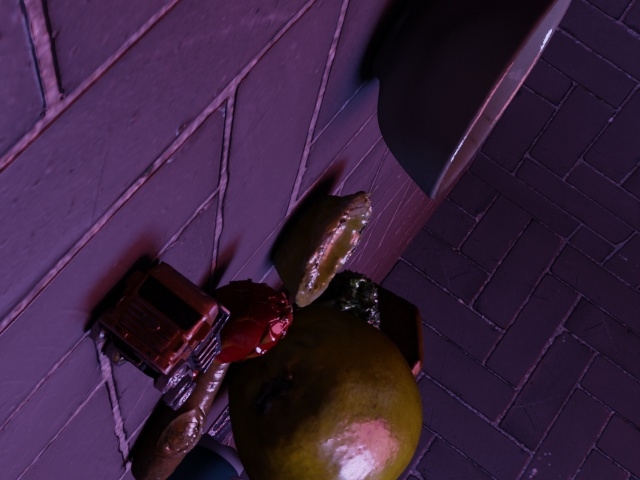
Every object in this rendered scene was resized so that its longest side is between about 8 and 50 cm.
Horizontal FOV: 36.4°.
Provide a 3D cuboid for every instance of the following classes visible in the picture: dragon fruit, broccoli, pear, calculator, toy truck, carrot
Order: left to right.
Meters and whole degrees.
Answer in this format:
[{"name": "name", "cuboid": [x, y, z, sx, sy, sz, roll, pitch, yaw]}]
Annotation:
[{"name": "toy truck", "cuboid": [-0.137, 0.085, 0.865, 0.092, 0.083, 0.192, -52, 173, -15]}, {"name": "carrot", "cuboid": [-0.168, 0.204, 1.291, 0.342, 0.070, 0.070, -59, 171, 27]}, {"name": "dragon fruit", "cuboid": [-0.116, 0.106, 1.113, 0.190, 0.094, 0.094, -31, -175, 29]}, {"name": "calculator", "cuboid": [-0.190, 0.384, 2.085, 0.166, 0.028, 0.274, -48, 169, -18]}, {"name": "pear", "cuboid": [0.009, 0.286, 1.640, 0.352, 0.352, 0.413, -52, 160, -11]}, {"name": "broccoli", "cuboid": [0.027, 0.166, 1.904, 0.226, 0.176, 0.198, 89, -9, -46]}]

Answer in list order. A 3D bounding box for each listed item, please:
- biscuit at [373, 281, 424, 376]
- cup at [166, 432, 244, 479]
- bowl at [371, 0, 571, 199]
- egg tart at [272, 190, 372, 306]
[{"name": "biscuit", "cuboid": [0.055, 0.241, 1.999, 0.359, 0.359, 0.046, -53, 134, -10]}, {"name": "cup", "cuboid": [-0.214, 0.422, 1.630, 0.299, 0.167, 0.173, -21, -149, 50]}, {"name": "bowl", "cuboid": [0.151, -0.204, 1.105, 0.289, 0.146, 0.289, -53, 171, -12]}, {"name": "egg tart", "cuboid": [0.000, 0.000, 1.347, 0.197, 0.078, 0.197, -54, 171, -12]}]
